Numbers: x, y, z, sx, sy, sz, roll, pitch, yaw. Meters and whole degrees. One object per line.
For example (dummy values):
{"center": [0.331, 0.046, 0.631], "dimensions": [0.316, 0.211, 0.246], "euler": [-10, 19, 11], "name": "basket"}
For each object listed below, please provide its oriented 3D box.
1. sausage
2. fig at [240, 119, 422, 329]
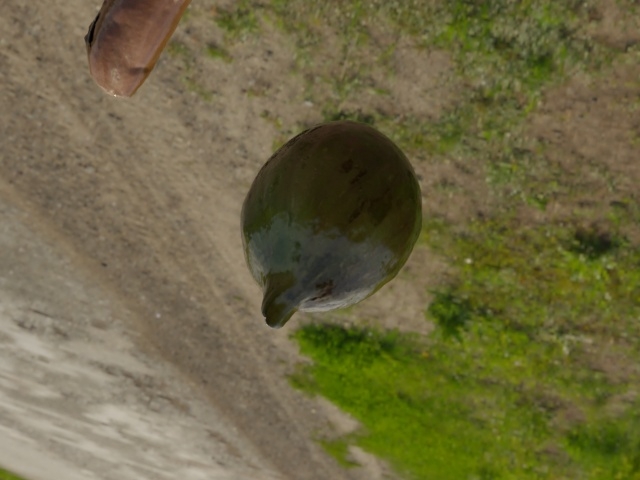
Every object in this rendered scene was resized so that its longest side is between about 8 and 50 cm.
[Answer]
{"center": [-0.164, -0.341, 1.091], "dimensions": [0.094, 0.094, 0.419], "euler": [29, 118, -12], "name": "sausage"}
{"center": [0.000, 0.000, 0.547], "dimensions": [0.103, 0.154, 0.109], "euler": [-3, 132, 30], "name": "fig"}
